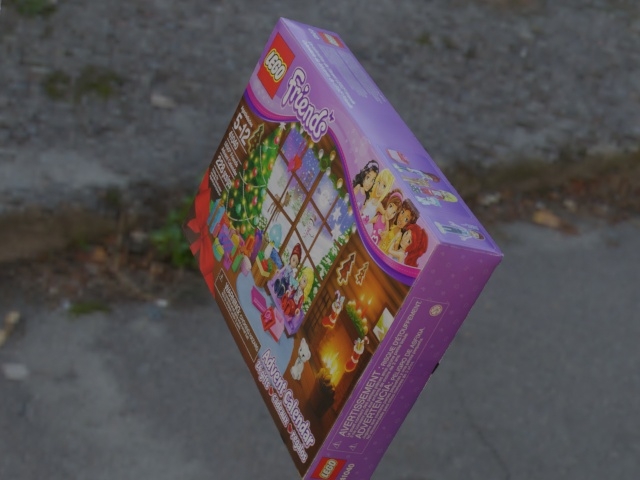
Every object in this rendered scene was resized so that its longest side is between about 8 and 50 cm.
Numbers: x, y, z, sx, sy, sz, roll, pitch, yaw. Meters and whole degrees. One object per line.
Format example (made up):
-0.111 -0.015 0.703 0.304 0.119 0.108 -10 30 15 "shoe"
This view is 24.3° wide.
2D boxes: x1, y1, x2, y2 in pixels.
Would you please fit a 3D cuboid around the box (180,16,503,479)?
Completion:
0.000 0.000 1.052 0.057 0.201 0.293 11 30 -32 "box"
